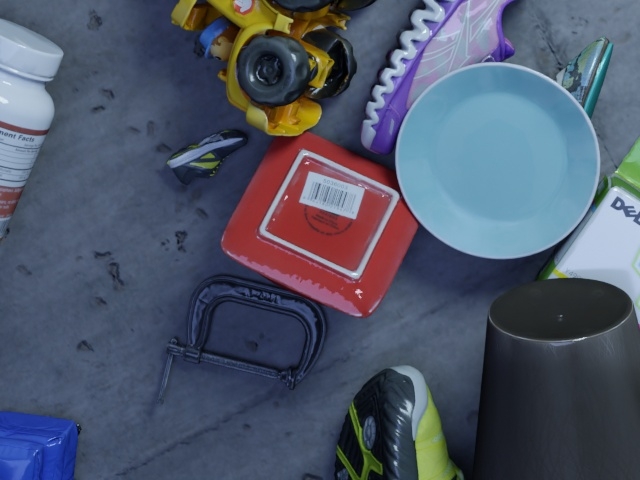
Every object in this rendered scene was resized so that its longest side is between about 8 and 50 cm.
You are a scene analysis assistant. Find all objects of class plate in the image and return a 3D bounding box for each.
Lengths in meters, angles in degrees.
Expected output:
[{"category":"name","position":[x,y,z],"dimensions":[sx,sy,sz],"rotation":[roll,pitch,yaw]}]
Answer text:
[{"category":"plate","position":[0.162,-0.074,1.719],"dimensions":[0.188,0.024,0.188],"rotation":[4,110,10]}]

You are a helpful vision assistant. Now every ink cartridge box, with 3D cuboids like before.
[{"category":"ink cartridge box","position":[0.344,-0.007,1.728],"dimensions":[0.189,0.097,0.255],"rotation":[33,104,1]}]

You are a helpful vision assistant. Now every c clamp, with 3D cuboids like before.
[{"category":"c clamp","position":[-0.075,0.105,1.851],"dimensions":[0.161,0.022,0.137],"rotation":[8,96,8]}]

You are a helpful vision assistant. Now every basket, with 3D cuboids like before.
[{"category":"basket","position":[0.220,0.161,1.677],"dimensions":[0.204,0.154,0.227],"rotation":[0,114,17]}]

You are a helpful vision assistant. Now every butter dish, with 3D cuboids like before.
[{"category":"butter dish","position":[0.000,0.000,1.775],"dimensions":[0.160,0.118,0.160],"rotation":[24,63,5]}]

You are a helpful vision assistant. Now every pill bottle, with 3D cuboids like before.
[{"category":"pill bottle","position":[-0.329,-0.100,1.796],"dimensions":[0.121,0.121,0.216],"rotation":[26,102,3]}]

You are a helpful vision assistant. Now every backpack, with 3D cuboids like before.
[{"category":"backpack","position":[-0.301,0.242,1.867],"dimensions":[0.098,0.101,0.120],"rotation":[9,105,13]}]

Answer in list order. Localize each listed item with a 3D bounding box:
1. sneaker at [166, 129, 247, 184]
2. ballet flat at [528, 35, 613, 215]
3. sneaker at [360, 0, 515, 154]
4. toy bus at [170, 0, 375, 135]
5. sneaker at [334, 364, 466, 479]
[{"category":"sneaker","position":[-0.106,-0.081,1.817],"dimensions":[0.083,0.031,0.035],"rotation":[-20,111,15]},{"category":"ballet flat","position":[0.220,-0.103,1.747],"dimensions":[0.070,0.070,0.188],"rotation":[14,100,5]},{"category":"sneaker","position":[0.121,-0.175,1.736],"dimensions":[0.104,0.095,0.236],"rotation":[29,102,-6]},{"category":"toy bus","position":[-0.066,-0.230,1.732],"dimensions":[0.211,0.149,0.220],"rotation":[23,106,17]},{"category":"sneaker","position":[0.113,0.306,1.820],"dimensions":[0.147,0.145,0.384],"rotation":[-10,97,-21]}]
